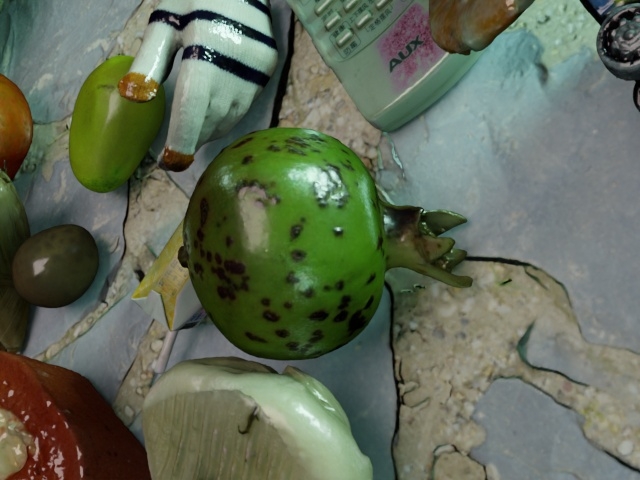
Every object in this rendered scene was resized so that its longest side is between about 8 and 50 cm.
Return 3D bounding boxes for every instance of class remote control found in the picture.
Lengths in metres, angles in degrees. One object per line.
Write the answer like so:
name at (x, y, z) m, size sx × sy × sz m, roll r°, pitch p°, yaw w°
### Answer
remote control at (0.035, -0.271, 0.893) m, size 0.145 × 0.050 × 0.344 m, roll -42°, pitch 57°, yaw 18°

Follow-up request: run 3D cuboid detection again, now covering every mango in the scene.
mango at (-0.250, -0.141, 1.028) m, size 0.117 × 0.089 × 0.163 m, roll 38°, pitch 100°, yaw 36°

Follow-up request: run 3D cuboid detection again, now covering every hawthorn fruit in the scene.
hawthorn fruit at (-0.478, -0.115, 1.144) m, size 0.196 × 0.196 × 0.226 m, roll 22°, pitch 119°, yaw 37°

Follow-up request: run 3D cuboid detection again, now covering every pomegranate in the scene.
pomegranate at (0.000, 0.000, 0.760) m, size 0.263 × 0.211 × 0.211 m, roll -6°, pitch 72°, yaw 5°

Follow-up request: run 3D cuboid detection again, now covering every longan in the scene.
longan at (-0.313, 0.028, 1.027) m, size 0.113 × 0.092 × 0.113 m, roll -46°, pitch 13°, yaw 13°

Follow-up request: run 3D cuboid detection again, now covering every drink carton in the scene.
drink carton at (-0.140, 0.042, 0.910) m, size 0.074 × 0.084 × 0.200 m, roll 37°, pitch 99°, yaw 12°

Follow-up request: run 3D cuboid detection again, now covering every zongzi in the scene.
zongzi at (-0.396, 0.028, 1.051) m, size 0.197 × 0.099 × 0.194 m, roll 66°, pitch 155°, yaw 21°

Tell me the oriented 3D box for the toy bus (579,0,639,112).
toy bus at (0.314, -0.122, 0.605) m, size 0.175 × 0.138 × 0.288 m, roll -37°, pitch 60°, yaw 22°

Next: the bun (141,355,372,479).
bun at (-0.052, 0.193, 0.765) m, size 0.237 × 0.116 × 0.210 m, roll 22°, pitch 121°, yaw 32°

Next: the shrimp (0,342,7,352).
shrimp at (-0.560, 0.214, 1.125) m, size 0.365 × 0.071 × 0.233 m, roll -27°, pitch 56°, yaw 10°

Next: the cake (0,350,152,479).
cake at (-0.302, 0.239, 0.929) m, size 0.177 × 0.151 × 0.283 m, roll -45°, pitch 56°, yaw 2°

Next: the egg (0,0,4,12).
egg at (-0.617, -0.379, 1.190) m, size 0.345 × 0.345 × 0.428 m, roll 24°, pitch 99°, yaw 37°

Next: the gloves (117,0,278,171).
gloves at (-0.120, -0.177, 0.921) m, size 0.131 × 0.140 × 0.219 m, roll -6°, pitch 66°, yaw 25°

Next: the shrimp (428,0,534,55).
shrimp at (0.180, -0.292, 0.737) m, size 0.164 × 0.062 × 0.317 m, roll -7°, pitch 54°, yaw 55°
